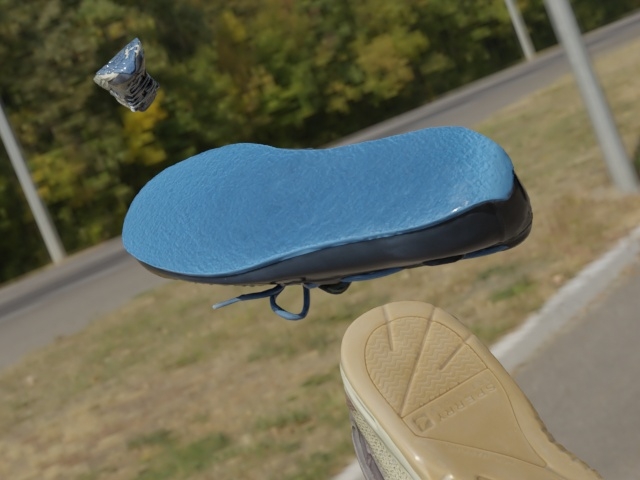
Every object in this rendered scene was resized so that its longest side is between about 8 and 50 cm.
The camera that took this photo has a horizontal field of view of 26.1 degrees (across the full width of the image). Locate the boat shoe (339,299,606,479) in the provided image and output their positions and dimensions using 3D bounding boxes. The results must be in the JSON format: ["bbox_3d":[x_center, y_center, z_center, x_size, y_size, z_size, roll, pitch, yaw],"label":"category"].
[{"bbox_3d":[0.100,0.161,0.734,0.102,0.285,0.092,-27,-28,-19],"label":"boat shoe"}]

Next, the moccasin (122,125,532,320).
[{"bbox_3d":[0.000,0.000,1.076,0.342,0.138,0.117,-1,-26,33],"label":"moccasin"}]

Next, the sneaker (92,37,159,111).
[{"bbox_3d":[-0.176,-0.152,1.307,0.052,0.058,0.135,-44,10,-6],"label":"sneaker"}]
